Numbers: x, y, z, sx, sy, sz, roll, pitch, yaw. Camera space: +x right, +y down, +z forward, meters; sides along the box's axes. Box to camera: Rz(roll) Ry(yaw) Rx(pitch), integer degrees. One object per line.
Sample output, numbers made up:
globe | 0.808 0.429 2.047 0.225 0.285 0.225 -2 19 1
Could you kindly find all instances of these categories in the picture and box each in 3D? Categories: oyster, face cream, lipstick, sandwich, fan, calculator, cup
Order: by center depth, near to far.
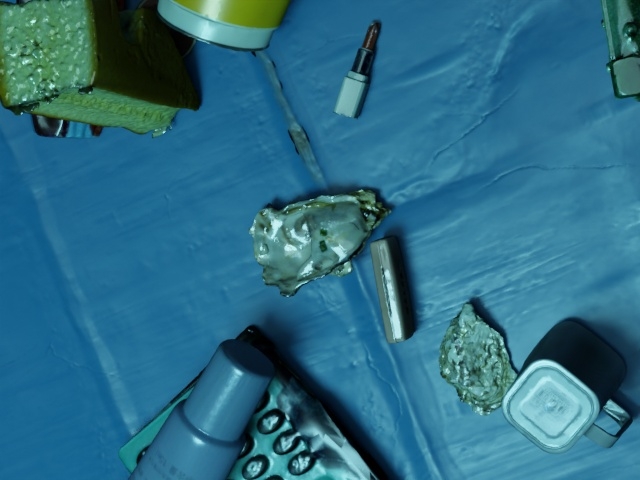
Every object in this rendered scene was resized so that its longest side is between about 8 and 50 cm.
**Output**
cup | 0.263 0.163 1.775 0.128 0.129 0.095 40 114 7
cup | -0.073 -0.350 1.797 0.196 0.196 0.279 24 112 14
oyster | 0.169 0.132 1.847 0.100 0.037 0.098 37 107 11
sandwich | -0.233 -0.188 1.848 0.122 0.236 0.128 -7 83 26
lipstick | 0.044 -0.185 1.856 0.025 0.025 0.107 21 97 14
oyster | -0.001 0.002 1.881 0.166 0.053 0.108 -17 65 28
face cream | -0.166 0.279 1.899 0.135 0.086 0.385 36 112 16
fan | -0.157 -0.254 1.925 0.133 0.005 0.085 -37 84 20
calculator | -0.076 0.266 1.937 0.248 0.058 0.274 -40 83 18

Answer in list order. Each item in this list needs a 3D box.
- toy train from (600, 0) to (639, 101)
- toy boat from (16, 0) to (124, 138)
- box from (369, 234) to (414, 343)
toy train | 0.312 -0.222 1.716 0.071 0.111 0.170 -10 94 15
toy boat | -0.290 -0.308 1.932 0.136 0.079 0.392 6 102 17
box | 0.080 0.053 1.862 0.025 0.048 0.115 -9 93 24
